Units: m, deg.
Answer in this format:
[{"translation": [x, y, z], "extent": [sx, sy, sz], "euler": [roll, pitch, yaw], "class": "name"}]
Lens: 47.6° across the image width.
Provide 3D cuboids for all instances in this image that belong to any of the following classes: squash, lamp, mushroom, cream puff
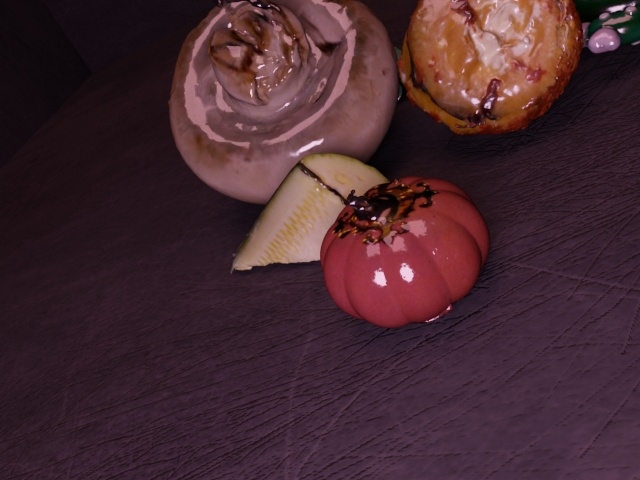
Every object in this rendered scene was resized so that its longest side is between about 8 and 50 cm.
[{"translation": [0.000, 0.000, 0.968], "extent": [0.093, 0.169, 0.252], "euler": [-55, 2, -43], "class": "squash"}, {"translation": [0.082, 0.003, 0.754], "extent": [0.182, 0.140, 0.182], "euler": [-19, 31, 12], "class": "lamp"}, {"translation": [-0.068, -0.234, 1.070], "extent": [0.362, 0.294, 0.362], "euler": [-6, 68, 16], "class": "mushroom"}, {"translation": [0.223, -0.251, 0.967], "extent": [0.240, 0.240, 0.164], "euler": [-26, -6, 9], "class": "cream puff"}]

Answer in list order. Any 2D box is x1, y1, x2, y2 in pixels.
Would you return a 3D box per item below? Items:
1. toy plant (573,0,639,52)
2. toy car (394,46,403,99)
[{"translation": [0.411, -0.338, 1.023], "extent": [0.232, 0.112, 0.243], "euler": [-32, 33, -13], "class": "toy plant"}, {"translation": [0.011, -0.247, 1.280], "extent": [0.321, 0.097, 0.141], "euler": [-29, 28, 5], "class": "toy car"}]
